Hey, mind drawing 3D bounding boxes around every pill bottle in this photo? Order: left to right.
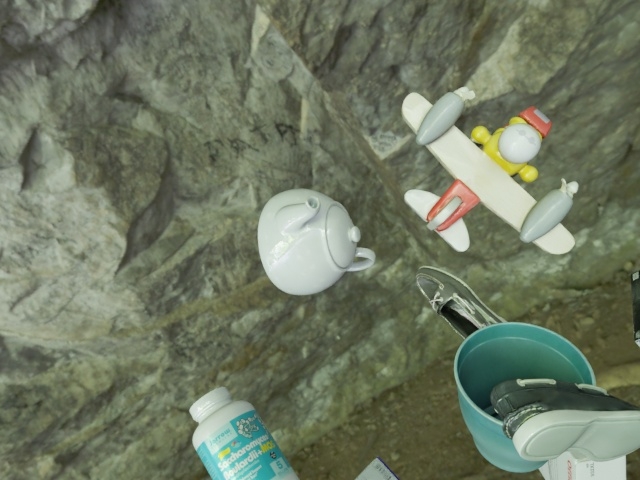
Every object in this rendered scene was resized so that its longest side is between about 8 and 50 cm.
[{"bbox_3d":[-0.170,0.442,1.070,0.146,0.264,0.146,-33,-22,-15],"label":"pill bottle"}]

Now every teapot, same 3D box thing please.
[{"bbox_3d":[0.000,0.000,1.111,0.187,0.252,0.256,-8,18,25],"label":"teapot"}]

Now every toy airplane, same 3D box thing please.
[{"bbox_3d":[0.381,-0.163,1.162,0.387,0.384,0.272,4,-19,-11],"label":"toy airplane"}]

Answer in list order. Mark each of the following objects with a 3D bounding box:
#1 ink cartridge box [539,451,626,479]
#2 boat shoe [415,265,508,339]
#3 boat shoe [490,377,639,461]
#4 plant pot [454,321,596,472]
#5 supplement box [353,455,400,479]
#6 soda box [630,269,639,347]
[{"bbox_3d":[0.675,0.572,1.380,0.129,0.223,0.307,-10,16,1],"label":"ink cartridge box"},{"bbox_3d":[0.374,0.193,1.357,0.096,0.335,0.112,-36,-26,-33],"label":"boat shoe"},{"bbox_3d":[0.372,0.248,0.732,0.303,0.091,0.114,18,-63,-31],"label":"boat shoe"},{"bbox_3d":[0.431,0.367,1.128,0.272,0.272,0.255,-30,-48,-24],"label":"plant pot"},{"bbox_3d":[0.114,0.680,1.331,0.114,0.111,0.220,-54,-22,20],"label":"supplement box"},{"bbox_3d":[0.474,0.098,0.709,0.053,0.060,0.169,-41,4,41],"label":"soda box"}]
